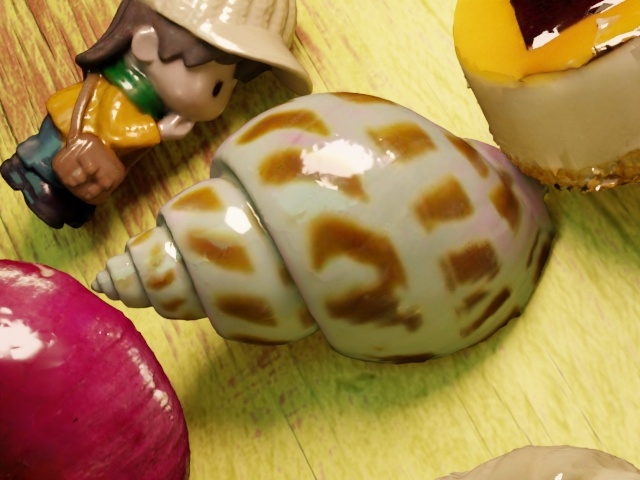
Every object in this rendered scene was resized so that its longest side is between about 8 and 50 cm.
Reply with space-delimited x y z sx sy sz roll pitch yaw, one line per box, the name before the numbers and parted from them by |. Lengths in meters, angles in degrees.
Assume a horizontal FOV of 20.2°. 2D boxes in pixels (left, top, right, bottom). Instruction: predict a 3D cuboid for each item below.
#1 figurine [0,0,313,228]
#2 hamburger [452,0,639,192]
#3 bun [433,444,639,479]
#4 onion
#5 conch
figurine | -0.171 -0.166 1.729 0.332 0.185 0.204 -28 89 10
hamburger | 0.248 -0.169 1.463 0.276 0.179 0.294 -31 38 14
bun | 0.132 0.306 1.274 0.359 0.211 0.360 -14 59 23
onion | -0.260 0.155 1.562 0.347 0.348 0.385 -17 22 23
conch | 0.001 0.000 1.532 0.368 0.197 0.249 -25 71 21
